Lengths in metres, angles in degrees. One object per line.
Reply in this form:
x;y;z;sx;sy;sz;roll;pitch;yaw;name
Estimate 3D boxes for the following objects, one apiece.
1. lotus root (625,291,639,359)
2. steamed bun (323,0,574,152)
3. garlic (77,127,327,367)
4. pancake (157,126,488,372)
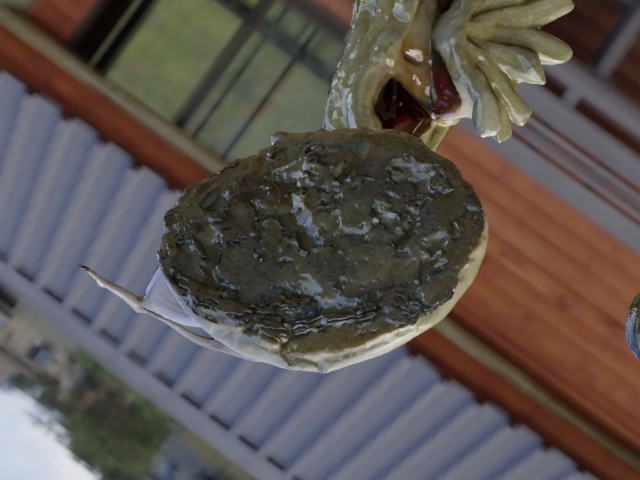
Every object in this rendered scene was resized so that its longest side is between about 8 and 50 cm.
0.418;0.111;2.146;0.049;0.099;0.054;8;165;11;lotus root
0.168;-0.249;2.100;0.247;0.428;0.189;30;156;-25;steamed bun
-0.066;0.056;1.972;0.246;0.340;0.231;36;-153;-54;garlic
0.000;-0.001;1.394;0.282;0.282;0.049;36;157;38;pancake
